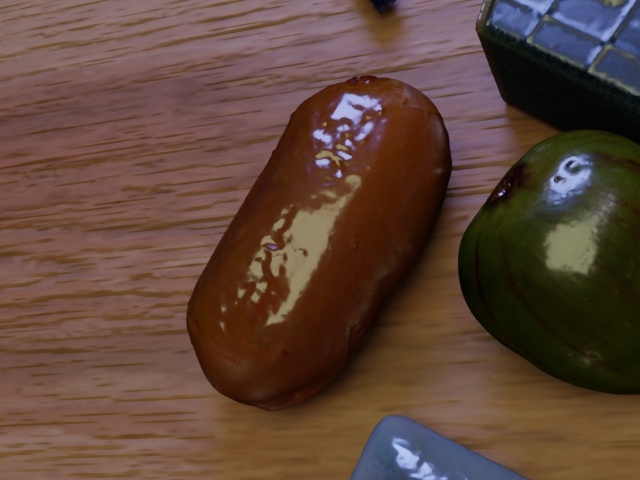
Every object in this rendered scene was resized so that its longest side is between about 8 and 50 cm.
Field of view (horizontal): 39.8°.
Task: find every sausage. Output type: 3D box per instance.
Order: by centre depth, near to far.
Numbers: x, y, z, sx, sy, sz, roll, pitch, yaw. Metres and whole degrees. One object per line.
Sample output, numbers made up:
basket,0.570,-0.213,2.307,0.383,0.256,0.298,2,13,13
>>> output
sausage,0.002,0.001,0.632,0.133,0.133,0.258,28,82,25

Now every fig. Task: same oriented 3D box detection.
fig,0.207,0.052,0.570,0.259,0.151,0.151,44,90,-5

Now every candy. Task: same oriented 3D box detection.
candy,0.088,0.205,0.562,0.174,0.071,0.138,23,81,23

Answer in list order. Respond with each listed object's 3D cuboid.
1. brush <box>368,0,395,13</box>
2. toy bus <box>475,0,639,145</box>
brush,0.023,-0.261,0.767,0.033,0.030,0.178,-36,54,13
toy bus,0.255,-0.119,0.579,0.275,0.138,0.167,33,87,26
